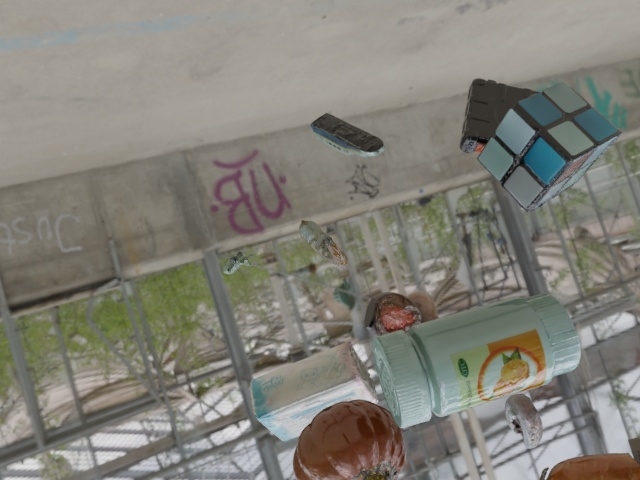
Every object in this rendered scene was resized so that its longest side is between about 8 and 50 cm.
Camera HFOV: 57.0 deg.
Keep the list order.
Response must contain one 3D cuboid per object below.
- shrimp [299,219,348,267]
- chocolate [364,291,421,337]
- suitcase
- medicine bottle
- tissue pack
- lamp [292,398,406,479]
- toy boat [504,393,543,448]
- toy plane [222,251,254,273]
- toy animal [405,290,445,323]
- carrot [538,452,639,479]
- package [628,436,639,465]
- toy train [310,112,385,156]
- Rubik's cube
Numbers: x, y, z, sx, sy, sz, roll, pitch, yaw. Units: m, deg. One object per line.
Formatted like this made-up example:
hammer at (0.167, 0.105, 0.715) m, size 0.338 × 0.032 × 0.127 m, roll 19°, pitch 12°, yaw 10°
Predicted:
shrimp at (0.000, 0.000, 1.330) m, size 0.049 × 0.161 × 0.166 m, roll -43°, pitch 166°, yaw -3°
chocolate at (0.187, 0.195, 1.496) m, size 0.133 × 0.124 × 0.127 m, roll 21°, pitch -150°, yaw -5°
suitcase at (0.500, -0.288, 1.464) m, size 0.285 × 0.206 × 0.066 m, roll 12°, pitch 156°, yaw 4°
medicine bottle at (0.260, 0.196, 0.999) m, size 0.318 × 0.158 × 0.158 m, roll -16°, pitch 176°, yaw -7°
tissue pack at (-0.014, 0.370, 1.436) m, size 0.271 × 0.124 × 0.201 m, roll -22°, pitch 144°, yaw 6°
lamp at (0.056, 0.404, 1.106) m, size 0.223 × 0.223 × 0.196 m, roll -16°, pitch -143°, yaw -19°
toy boat at (0.672, 0.612, 1.991) m, size 0.085 × 0.155 × 0.227 m, roll -22°, pitch 134°, yaw -9°
toy plane at (-0.172, 0.046, 1.190) m, size 0.083 × 0.033 × 0.080 m, roll -24°, pitch -168°, yaw 36°
toy animal at (0.295, 0.272, 1.680) m, size 0.229 × 0.221 × 0.210 m, roll 28°, pitch 110°, yaw -30°
carrot at (0.630, 0.596, 1.362) m, size 0.331 × 0.193 × 0.214 m, roll -24°, pitch -146°, yaw 24°
package at (0.852, 0.561, 1.344) m, size 0.204 × 0.251 × 0.062 m, roll -30°, pitch 168°, yaw 36°
toy train at (0.062, -0.211, 1.242) m, size 0.052 × 0.051 × 0.234 m, roll -38°, pitch -140°, yaw -12°
Rubik's cube at (0.469, -0.195, 1.229) m, size 0.183 × 0.167 × 0.180 m, roll -27°, pitch 158°, yaw -30°
